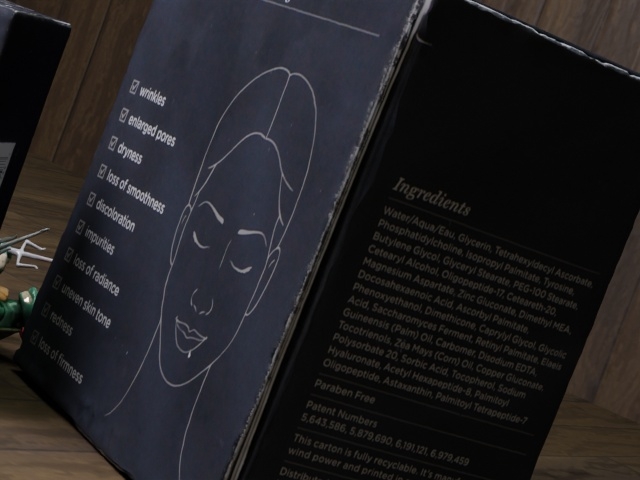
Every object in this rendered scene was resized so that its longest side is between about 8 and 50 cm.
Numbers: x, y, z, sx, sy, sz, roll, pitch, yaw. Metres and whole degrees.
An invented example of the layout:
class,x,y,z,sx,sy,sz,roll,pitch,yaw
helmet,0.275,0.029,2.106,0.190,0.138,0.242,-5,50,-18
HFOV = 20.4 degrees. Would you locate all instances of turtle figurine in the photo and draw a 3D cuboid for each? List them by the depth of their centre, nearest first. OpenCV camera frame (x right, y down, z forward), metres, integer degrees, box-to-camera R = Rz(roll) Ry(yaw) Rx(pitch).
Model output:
class,x,y,z,sx,sy,sz,roll,pitch,yaw
turtle figurine,-0.350,0.046,1.753,0.234,0.118,0.175,3,-6,-14

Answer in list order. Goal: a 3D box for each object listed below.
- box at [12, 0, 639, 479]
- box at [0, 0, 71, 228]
class,x,y,z,sx,sy,sz,roll,pitch,yaw
box,0.000,0.000,1.599,0.297,0.472,0.480,17,6,-31
box,-0.438,-0.091,1.568,0.312,0.343,0.179,20,6,6
